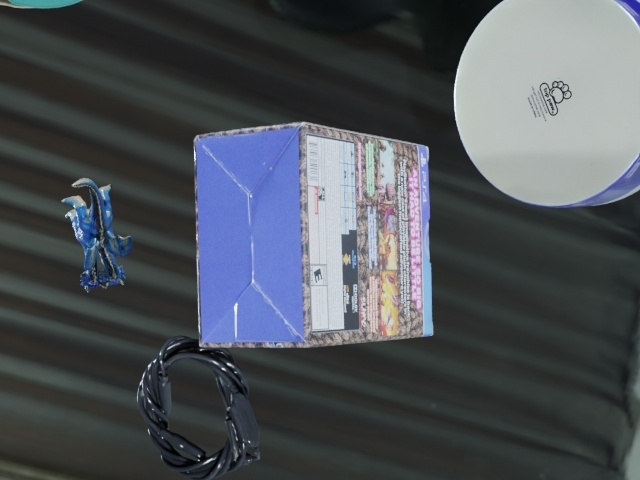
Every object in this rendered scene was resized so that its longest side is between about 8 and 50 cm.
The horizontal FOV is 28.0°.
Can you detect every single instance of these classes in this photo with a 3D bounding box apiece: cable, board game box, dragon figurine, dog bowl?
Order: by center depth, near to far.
[{"bbox_3d":[0.000,0.000,1.451,0.141,0.291,0.232,-3,87,31],"label":"board game box"},{"bbox_3d":[0.295,-0.171,1.518,0.264,0.104,0.265,4,96,36],"label":"dog bowl"},{"bbox_3d":[-0.155,0.205,1.583,0.150,0.185,0.047,-17,9,28],"label":"cable"},{"bbox_3d":[-0.363,-0.007,2.113,0.144,0.085,0.289,66,159,12],"label":"dragon figurine"}]

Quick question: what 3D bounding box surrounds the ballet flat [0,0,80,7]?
[{"bbox_3d":[-0.415,-0.341,1.625,0.086,0.248,0.086,22,115,62],"label":"ballet flat"}]
